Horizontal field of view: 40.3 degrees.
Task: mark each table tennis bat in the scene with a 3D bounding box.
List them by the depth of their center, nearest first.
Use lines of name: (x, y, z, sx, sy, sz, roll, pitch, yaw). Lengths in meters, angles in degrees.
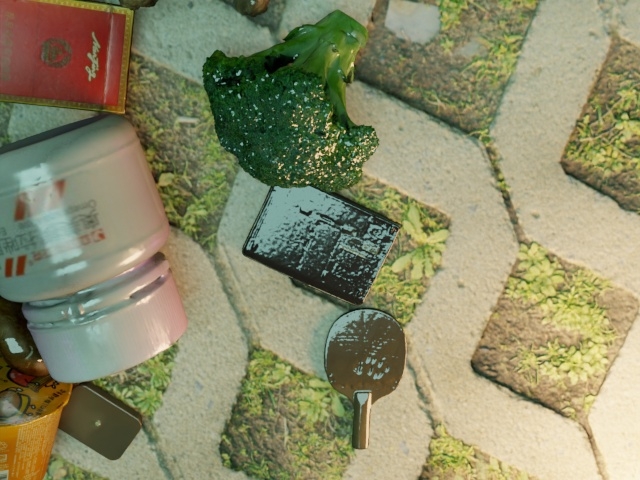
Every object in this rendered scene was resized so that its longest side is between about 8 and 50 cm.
table tennis bat: (0.068, 0.220, 1.385, 0.131, 0.022, 0.234, 3, 102, -1)

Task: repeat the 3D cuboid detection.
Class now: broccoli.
broccoli: (-0.016, -0.191, 1.202, 0.254, 0.269, 0.269, 22, 107, 33)

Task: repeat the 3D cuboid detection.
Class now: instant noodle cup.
instant noodle cup: (-0.495, 0.282, 1.325, 0.215, 0.216, 0.172, 12, 113, -2)

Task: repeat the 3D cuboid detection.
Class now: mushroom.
mushroom: (-0.451, 0.128, 1.319, 0.080, 0.135, 0.170, -41, 70, -4)

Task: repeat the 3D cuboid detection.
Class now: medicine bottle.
medicine bottle: (-0.336, 0.009, 1.218, 0.256, 0.256, 0.325, -15, 105, 5)

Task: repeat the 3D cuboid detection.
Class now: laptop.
laptop: (0.000, 0.000, 1.326, 0.207, 0.026, 0.154, 25, 103, -5)

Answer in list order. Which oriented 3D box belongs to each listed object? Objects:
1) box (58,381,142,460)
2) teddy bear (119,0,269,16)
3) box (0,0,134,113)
box: (-0.356, 0.289, 1.404, 0.126, 0.031, 0.091, 33, 102, -7)
teddy bear: (-0.111, -0.414, 1.173, 0.296, 0.222, 0.246, -17, 71, 36)
box: (-0.386, -0.265, 1.205, 0.239, 0.074, 0.153, 3, 101, -22)
